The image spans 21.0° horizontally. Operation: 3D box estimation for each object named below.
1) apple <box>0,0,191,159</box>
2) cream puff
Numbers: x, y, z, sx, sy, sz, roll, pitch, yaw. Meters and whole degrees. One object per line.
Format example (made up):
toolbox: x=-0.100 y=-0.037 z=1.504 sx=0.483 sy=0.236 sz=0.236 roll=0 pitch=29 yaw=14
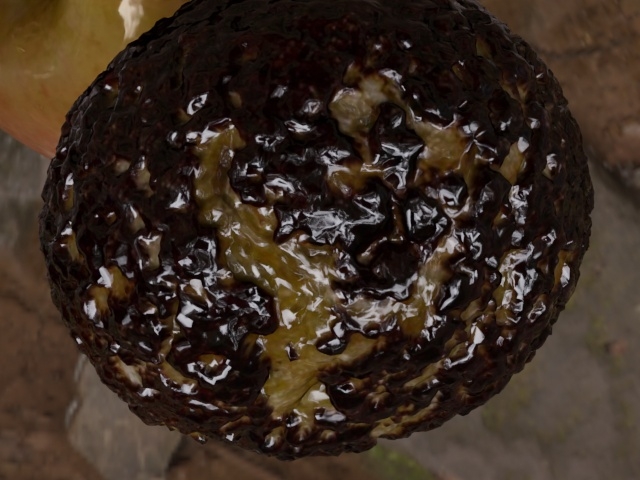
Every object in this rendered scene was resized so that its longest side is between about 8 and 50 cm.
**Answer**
apple: x=-0.085 y=-0.201 z=0.987 sx=0.364 sy=0.364 sz=0.364 roll=-3 pitch=122 yaw=-4
cream puff: x=0.000 y=0.000 z=0.736 sx=0.239 sy=0.165 sz=0.239 roll=-7 pitch=149 yaw=-4
